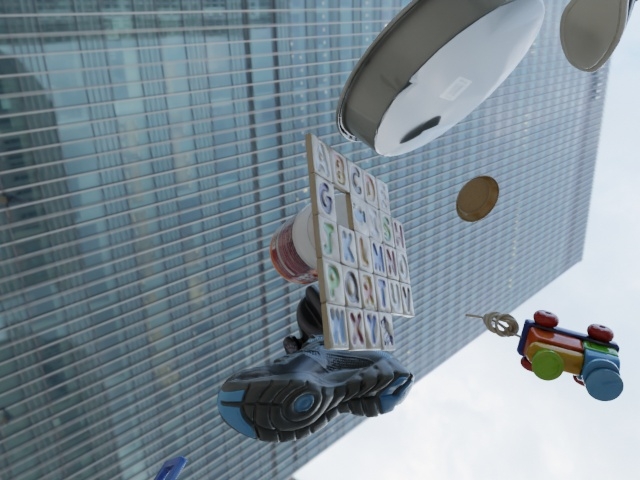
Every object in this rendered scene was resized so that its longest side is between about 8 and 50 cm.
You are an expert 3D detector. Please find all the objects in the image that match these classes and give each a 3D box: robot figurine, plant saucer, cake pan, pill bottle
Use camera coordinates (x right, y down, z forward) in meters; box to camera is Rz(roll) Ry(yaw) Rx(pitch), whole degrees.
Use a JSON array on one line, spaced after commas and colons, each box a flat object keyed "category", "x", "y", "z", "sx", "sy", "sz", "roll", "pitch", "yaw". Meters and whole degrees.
[{"category": "robot figurine", "x": 0.034, "y": 0.208, "z": 1.388, "sx": 0.209, "sy": 0.174, "sz": 0.278, "roll": 3, "pitch": -46, "yaw": 13}, {"category": "plant saucer", "x": 0.254, "y": -0.070, "z": 0.980, "sx": 0.015, "sy": 0.083, "sz": 0.083, "roll": -130, "pitch": -140, "yaw": -54}, {"category": "cake pan", "x": 0.151, "y": -0.207, "z": 0.729, "sx": 0.054, "sy": 0.293, "sz": 0.293, "roll": 54, "pitch": -44, "yaw": 15}, {"category": "pill bottle", "x": 0.000, "y": 0.000, "z": 0.987, "sx": 0.121, "sy": 0.121, "sz": 0.221, "roll": 66, "pitch": -23, "yaw": 2}]

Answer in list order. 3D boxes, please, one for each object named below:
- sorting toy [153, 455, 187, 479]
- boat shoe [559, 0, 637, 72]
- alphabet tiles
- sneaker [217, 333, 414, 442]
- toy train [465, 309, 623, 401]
[{"category": "sorting toy", "x": -0.278, "y": 0.462, "z": 0.826, "sx": 0.047, "sy": 0.348, "sz": 0.196, "roll": 45, "pitch": -60, "yaw": -13}, {"category": "boat shoe", "x": 0.193, "y": -0.172, "z": 0.401, "sx": 0.046, "sy": 0.038, "sz": 0.125, "roll": 35, "pitch": -24, "yaw": 34}, {"category": "alphabet tiles", "x": 0.051, "y": 0.016, "z": 0.630, "sx": 0.009, "sy": 0.237, "sz": 0.198, "roll": -12, "pitch": -105, "yaw": 26}, {"category": "sneaker", "x": -0.017, "y": 0.227, "z": 0.969, "sx": 0.140, "sy": 0.340, "sz": 0.125, "roll": 48, "pitch": -54, "yaw": 46}, {"category": "toy train", "x": 0.352, "y": 0.179, "z": 0.964, "sx": 0.248, "sy": 0.143, "sz": 0.105, "roll": 14, "pitch": -76, "yaw": 13}]
